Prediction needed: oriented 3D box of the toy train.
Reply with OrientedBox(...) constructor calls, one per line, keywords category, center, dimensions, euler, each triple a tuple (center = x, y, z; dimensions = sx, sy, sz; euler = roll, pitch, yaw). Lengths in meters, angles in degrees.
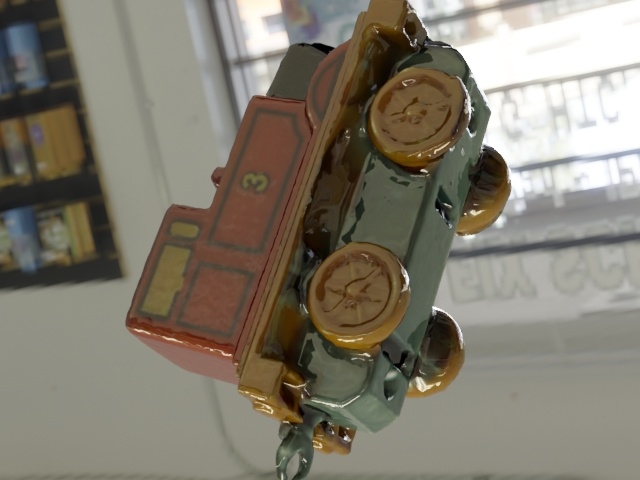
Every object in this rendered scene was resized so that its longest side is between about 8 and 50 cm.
OrientedBox(category="toy train", center=(0.000, 0.000, 1.064), dimensions=(0.232, 0.369, 0.163), euler=(11, 162, 24))
